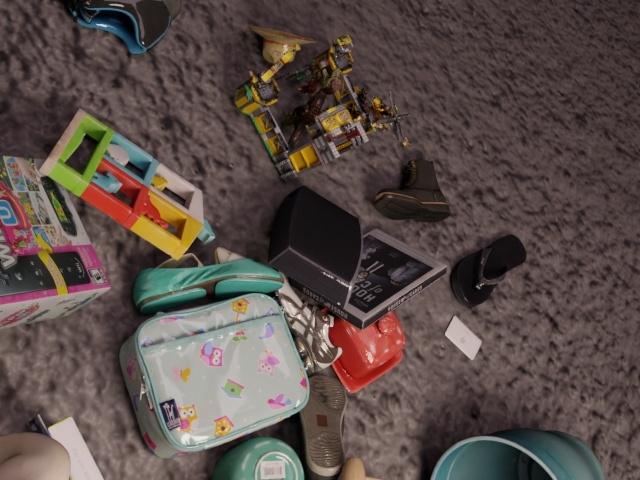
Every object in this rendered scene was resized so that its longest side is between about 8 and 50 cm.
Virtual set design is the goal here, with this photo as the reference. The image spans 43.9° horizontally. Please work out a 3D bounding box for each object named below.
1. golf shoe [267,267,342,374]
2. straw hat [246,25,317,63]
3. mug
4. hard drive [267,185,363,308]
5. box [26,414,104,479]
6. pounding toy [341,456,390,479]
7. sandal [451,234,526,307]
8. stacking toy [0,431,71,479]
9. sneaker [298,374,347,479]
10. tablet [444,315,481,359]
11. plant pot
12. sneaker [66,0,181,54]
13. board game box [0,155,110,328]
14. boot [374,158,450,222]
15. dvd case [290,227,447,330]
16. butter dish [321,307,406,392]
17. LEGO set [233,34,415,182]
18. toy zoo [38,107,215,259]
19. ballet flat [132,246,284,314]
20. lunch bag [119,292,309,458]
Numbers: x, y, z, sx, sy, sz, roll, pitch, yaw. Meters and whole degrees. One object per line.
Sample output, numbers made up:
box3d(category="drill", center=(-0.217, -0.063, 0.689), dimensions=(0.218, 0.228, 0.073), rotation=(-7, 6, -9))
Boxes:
box3d(category="golf shoe", center=(-0.030, 0.131, 1.384), dimensions=(0.094, 0.077, 0.198), rotation=(-23, 93, -13))
box3d(category="straw hat", center=(-0.082, -0.384, 1.590), dimensions=(0.144, 0.144, 0.061), rotation=(0, 112, -33))
box3d(category="mug", center=(-0.098, 0.380, 1.230), dimensions=(0.129, 0.097, 0.158), rotation=(46, 52, -8))
box3d(category="hard drive", center=(0.000, 0.000, 1.414), dimensions=(0.172, 0.054, 0.254), rotation=(31, 28, -11))
box3d(category="box", center=(-0.340, 0.317, 1.092), dimensions=(0.042, 0.109, 0.178), rotation=(-25, 85, -34))
box3d(category="pounding toy", center=(0.107, 0.468, 1.240), dimensions=(0.269, 0.155, 0.154), rotation=(50, 40, -34))
box3d(category="sandal", center=(0.365, 0.053, 1.701), dimensions=(0.254, 0.054, 0.097), rotation=(-36, 92, -38))
box3d(category="stacking toy", center=(-0.349, 0.505, 0.934), dimensions=(0.350, 0.350, 0.480), rotation=(-41, 112, -38))
box3d(category="sneaker", center=(-0.007, 0.333, 1.333), dimensions=(0.083, 0.118, 0.222), rotation=(10, 33, -5))
box3d(category="tablet", center=(0.292, 0.198, 1.622), dimensions=(0.083, 0.006, 0.054), rotation=(43, 53, -10))
box3d(category="plant pot", center=(0.374, 0.454, 1.420), dimensions=(0.255, 0.271, 0.271), rotation=(-5, 72, -50))
box3d(category="sneaker", center=(-0.410, -0.459, 1.375), dimensions=(0.341, 0.125, 0.139), rotation=(29, 61, -17))
box3d(category="board game box", center=(-0.440, 0.001, 1.074), dimensions=(0.224, 0.097, 0.303), rotation=(63, 16, 6))
box3d(category="boot", center=(0.177, -0.115, 1.650), dimensions=(0.198, 0.077, 0.137), rotation=(11, 59, -44))
box3d(category="dvd case", center=(0.091, 0.064, 1.466), dimensions=(0.179, 0.029, 0.239), rotation=(29, 41, 34))
box3d(category="butter dish", center=(0.090, 0.167, 1.433), dimensions=(0.160, 0.118, 0.160), rotation=(-27, 85, -39))
box3d(category="LEGO set", center=(0.023, -0.265, 1.511), dimensions=(0.331, 0.192, 0.255), rotation=(-21, 91, -40))
box3d(category="toy zoo", center=(-0.292, -0.082, 1.284), dimensions=(0.293, 0.030, 0.192), rotation=(35, 25, -20))
box3d(category="ballet flat", center=(-0.183, 0.055, 1.295), dimensions=(0.247, 0.083, 0.087), rotation=(-9, 67, -15))
box3d(category="lunch bag", center=(-0.168, 0.204, 1.254), dimensions=(0.279, 0.108, 0.224), rotation=(-12, 77, -36))
